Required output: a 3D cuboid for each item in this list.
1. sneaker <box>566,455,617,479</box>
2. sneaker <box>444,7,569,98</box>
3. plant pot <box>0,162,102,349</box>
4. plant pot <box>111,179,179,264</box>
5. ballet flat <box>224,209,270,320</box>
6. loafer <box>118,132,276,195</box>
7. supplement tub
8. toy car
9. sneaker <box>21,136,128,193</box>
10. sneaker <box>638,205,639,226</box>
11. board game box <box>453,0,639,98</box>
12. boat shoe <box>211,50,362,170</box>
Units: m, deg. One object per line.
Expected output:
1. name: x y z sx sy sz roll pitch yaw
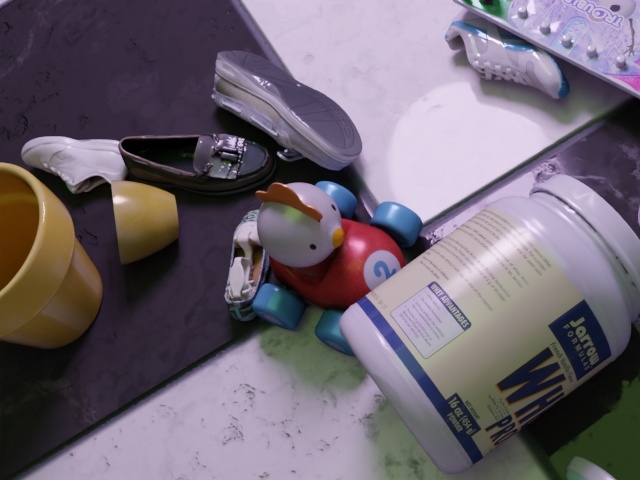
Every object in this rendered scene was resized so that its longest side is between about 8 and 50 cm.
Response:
1. sneaker: 0.314 0.370 0.854 0.151 0.094 0.256 -35 57 2
2. sneaker: 0.287 -0.279 1.212 0.092 0.087 0.229 -46 57 10
3. plant pot: -0.458 0.050 1.191 0.253 0.239 0.254 -8 61 15
4. plant pot: -0.275 -0.033 1.250 0.095 0.134 0.134 -7 59 -12
5. ballet flat: -0.108 0.026 1.189 0.070 0.070 0.189 -7 62 15
6. loafer: -0.207 -0.132 1.291 0.267 0.084 0.096 1 64 19
7. supplement tub: 0.211 0.094 0.946 0.324 0.235 0.235 -36 58 -2
8. toy car: 0.000 0.000 1.064 0.210 0.238 0.219 20 72 26
9. sneaker: -0.433 -0.125 1.375 0.212 0.080 0.094 2 76 18
10. sneaker: 0.446 -0.063 1.048 0.042 0.067 0.119 4 65 21
11. board game box: 0.454 -0.420 1.139 0.390 0.050 0.390 36 80 22
12. boat shoe: -0.062 -0.199 1.275 0.320 0.103 0.118 38 35 27
